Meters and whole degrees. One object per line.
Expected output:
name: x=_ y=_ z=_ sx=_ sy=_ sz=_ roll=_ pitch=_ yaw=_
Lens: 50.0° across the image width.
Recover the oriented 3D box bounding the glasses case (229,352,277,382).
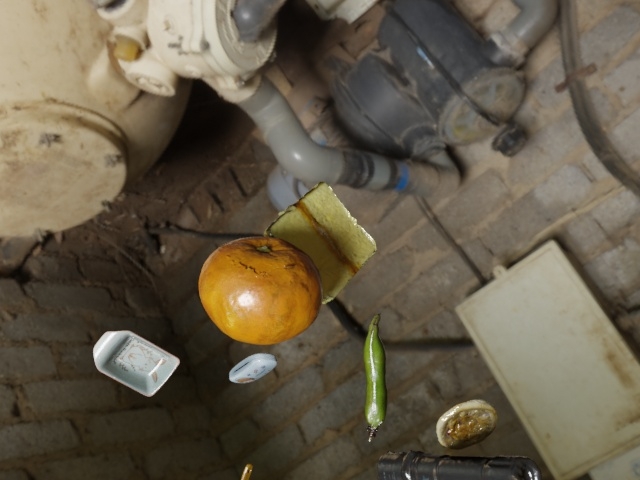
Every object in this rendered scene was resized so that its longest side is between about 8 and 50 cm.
glasses case: x=-0.174 y=0.329 z=1.760 sx=0.067 sy=0.045 sz=0.178 roll=12 pitch=147 yaw=-31

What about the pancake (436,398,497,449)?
pancake: x=0.304 y=0.381 z=1.420 sx=0.139 sy=0.022 sz=0.140 roll=-8 pitch=124 yaw=-11

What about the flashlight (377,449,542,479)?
flashlight: x=0.267 y=0.476 z=1.378 sx=0.103 sy=0.103 sz=0.424 roll=-11 pitch=173 yaw=-33

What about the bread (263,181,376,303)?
bread: x=0.000 y=0.000 z=1.801 sx=0.263 sy=0.198 sz=0.236 roll=-45 pitch=127 yaw=-38

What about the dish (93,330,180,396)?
dish: x=-0.544 y=0.339 z=2.001 sx=0.234 sy=0.064 sz=0.154 roll=37 pitch=98 yaw=-27

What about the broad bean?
broad bean: x=0.145 y=0.362 z=1.813 sx=0.061 sy=0.339 sz=0.077 roll=-2 pitch=-179 yaw=19

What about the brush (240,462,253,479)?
brush: x=-0.160 y=0.505 z=1.320 sx=0.043 sy=0.014 sz=0.170 roll=8 pitch=104 yaw=-52

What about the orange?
orange: x=-0.136 y=0.113 z=1.559 sx=0.283 sy=0.283 sz=0.226 roll=-5 pitch=112 yaw=-40
